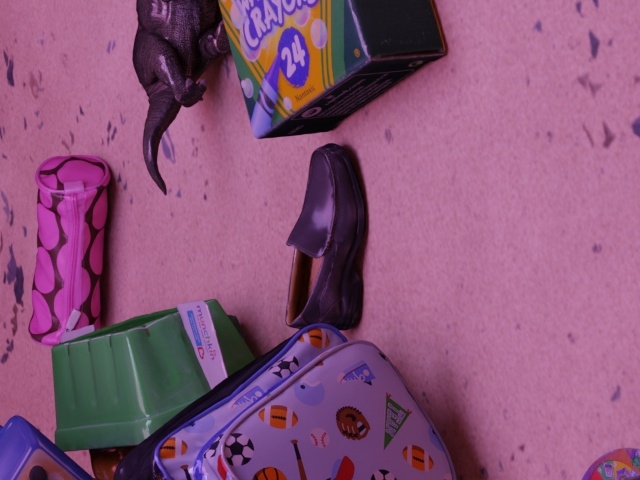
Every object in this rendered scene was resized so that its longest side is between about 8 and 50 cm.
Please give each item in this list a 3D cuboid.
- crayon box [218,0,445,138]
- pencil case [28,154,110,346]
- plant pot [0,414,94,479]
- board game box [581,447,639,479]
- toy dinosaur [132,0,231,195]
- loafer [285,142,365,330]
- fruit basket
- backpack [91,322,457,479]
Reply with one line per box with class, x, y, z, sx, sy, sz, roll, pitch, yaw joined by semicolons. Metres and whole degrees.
crayon box;-0.019;-0.271;1.679;0.203;0.083;0.323;-30;71;57
pencil case;-0.272;0.016;2.155;0.098;0.095;0.209;-82;-4;-67
plant pot;-0.308;0.298;1.848;0.212;0.236;0.236;-4;137;48
board game box;0.226;0.240;1.456;0.133;0.033;0.168;-43;61;53
toy dinosaur;-0.135;-0.206;1.884;0.160;0.121;0.313;-159;60;-68
loafer;0.000;0.000;1.735;0.062;0.061;0.170;15;110;57
fruit basket;-0.123;0.236;1.950;0.327;0.165;0.353;-16;99;59
backpack;-0.003;0.226;1.628;0.263;0.276;0.213;56;149;-3
